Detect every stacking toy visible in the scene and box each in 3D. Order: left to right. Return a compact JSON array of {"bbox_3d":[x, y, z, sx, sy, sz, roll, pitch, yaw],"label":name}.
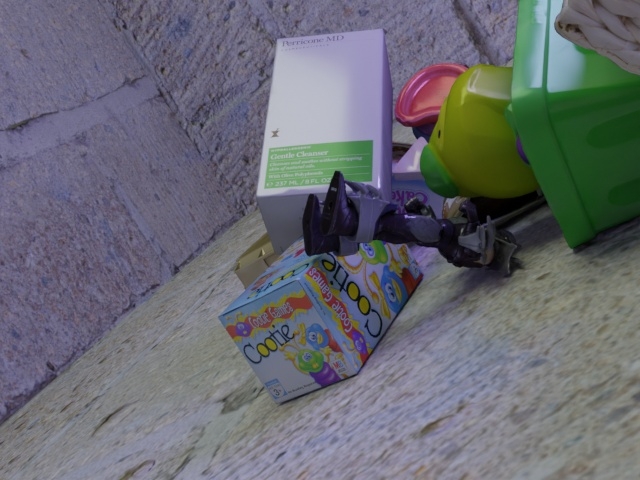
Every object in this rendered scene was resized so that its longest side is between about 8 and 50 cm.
[{"bbox_3d":[0.277,-0.162,1.499,0.309,0.130,0.279,7,57,22],"label":"stacking toy"}]

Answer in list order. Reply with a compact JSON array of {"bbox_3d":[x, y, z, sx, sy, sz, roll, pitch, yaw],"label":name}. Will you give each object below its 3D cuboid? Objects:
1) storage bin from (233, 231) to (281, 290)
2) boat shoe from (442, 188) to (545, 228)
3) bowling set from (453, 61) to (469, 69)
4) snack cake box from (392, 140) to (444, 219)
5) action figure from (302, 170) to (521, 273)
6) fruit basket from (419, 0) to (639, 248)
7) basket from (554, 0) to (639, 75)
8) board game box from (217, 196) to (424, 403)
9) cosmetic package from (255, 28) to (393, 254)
[{"bbox_3d":[0.000,0.000,1.736,0.262,0.123,0.260,-27,11,32],"label":"storage bin"},{"bbox_3d":[0.307,-0.102,1.275,0.302,0.113,0.103,-41,7,16],"label":"boat shoe"},{"bbox_3d":[0.378,-0.317,1.919,0.154,0.200,0.287,-29,13,17],"label":"bowling set"},{"bbox_3d":[0.123,-0.109,1.572,0.264,0.089,0.152,11,28,24],"label":"snack cake box"},{"bbox_3d":[0.128,-0.014,1.104,0.285,0.099,0.185,8,-5,-23],"label":"action figure"},{"bbox_3d":[0.262,-0.180,1.077,0.392,0.283,0.392,-18,45,19],"label":"fruit basket"},{"bbox_3d":[0.398,-0.261,0.730,0.266,0.331,0.328,-63,-4,38],"label":"basket"},{"bbox_3d":[0.011,0.074,1.211,0.144,0.142,0.275,-26,11,33],"label":"board game box"},{"bbox_3d":[0.017,-0.165,1.452,0.197,0.155,0.365,-5,52,9],"label":"cosmetic package"}]
